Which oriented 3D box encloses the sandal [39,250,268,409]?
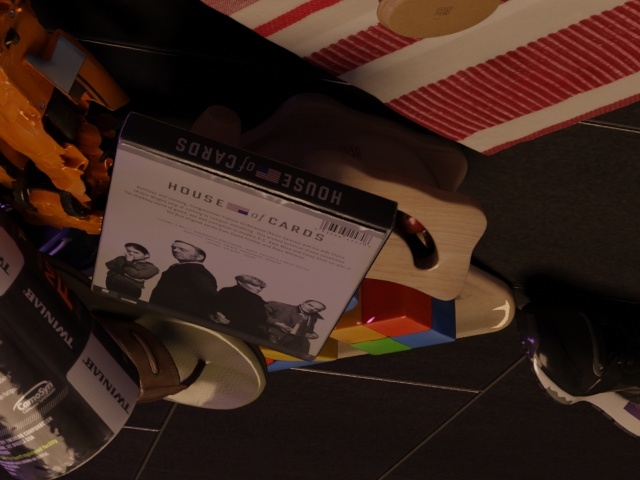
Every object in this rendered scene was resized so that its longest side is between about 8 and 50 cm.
[{"bbox_3d":[-0.185,0.095,1.268,0.303,0.086,0.120,21,134,-29],"label":"sandal"}]

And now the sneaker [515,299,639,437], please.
[{"bbox_3d":[0.299,0.102,1.456,0.124,0.107,0.283,-29,147,28],"label":"sneaker"}]

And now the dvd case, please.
[{"bbox_3d":[-0.061,0.007,1.020,0.179,0.029,0.238,19,152,-4],"label":"dvd case"}]

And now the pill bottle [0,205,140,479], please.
[{"bbox_3d":[-0.253,0.057,1.116,0.130,0.130,0.245,-13,127,33],"label":"pill bottle"}]

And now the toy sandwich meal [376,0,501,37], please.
[{"bbox_3d":[0.068,-0.147,0.870,0.086,0.029,0.085,-10,162,-3],"label":"toy sandwich meal"}]

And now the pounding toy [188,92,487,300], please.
[{"bbox_3d":[0.000,0.000,1.102,0.269,0.155,0.154,16,130,-28],"label":"pounding toy"}]

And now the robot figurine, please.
[{"bbox_3d":[-0.207,-0.087,1.039,0.211,0.085,0.291,10,160,22],"label":"robot figurine"}]

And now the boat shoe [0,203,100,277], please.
[{"bbox_3d":[-0.288,0.011,1.297,0.255,0.095,0.079,-11,155,27],"label":"boat shoe"}]

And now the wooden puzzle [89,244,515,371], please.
[{"bbox_3d":[-0.036,0.054,1.381,0.322,0.080,0.348,-12,152,33],"label":"wooden puzzle"}]

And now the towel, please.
[{"bbox_3d":[0.097,-0.153,0.933,0.237,0.037,0.329,-19,150,38],"label":"towel"}]
